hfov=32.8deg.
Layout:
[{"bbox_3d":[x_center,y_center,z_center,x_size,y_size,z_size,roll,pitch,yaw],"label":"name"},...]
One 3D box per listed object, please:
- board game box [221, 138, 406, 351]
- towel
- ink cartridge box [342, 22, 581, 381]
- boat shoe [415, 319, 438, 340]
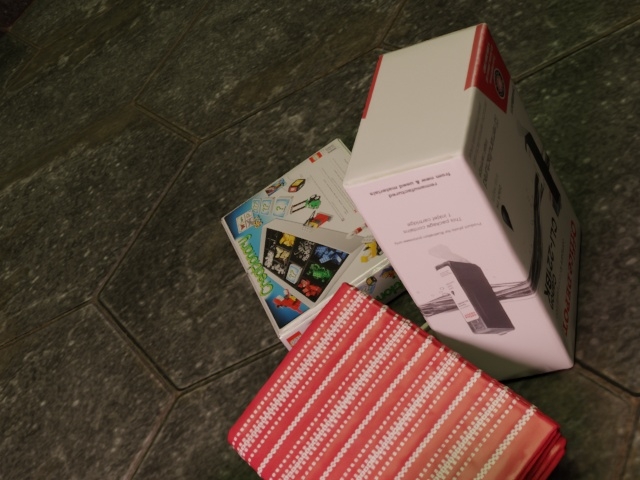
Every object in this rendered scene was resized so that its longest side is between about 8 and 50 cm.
[{"bbox_3d":[0.000,0.000,1.314,0.193,0.053,0.305,-35,32,1],"label":"board game box"},{"bbox_3d":[0.058,0.176,0.962,0.275,0.031,0.199,34,84,39],"label":"towel"},{"bbox_3d":[0.145,-0.028,1.011,0.114,0.273,0.197,-13,39,27],"label":"ink cartridge box"},{"bbox_3d":[0.052,0.155,1.048,0.065,0.075,0.206,13,61,47],"label":"boat shoe"}]
